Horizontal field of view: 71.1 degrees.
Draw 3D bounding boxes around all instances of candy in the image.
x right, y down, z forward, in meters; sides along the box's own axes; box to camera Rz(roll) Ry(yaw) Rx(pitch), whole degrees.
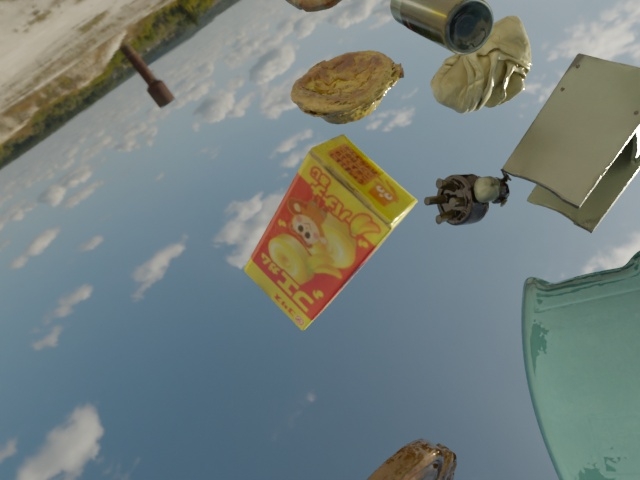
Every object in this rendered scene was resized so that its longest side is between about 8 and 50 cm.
[{"bbox_3d":[0.000,0.000,0.647,0.088,0.146,0.276,-38,166,-45],"label":"candy"}]

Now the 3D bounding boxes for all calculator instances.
[{"bbox_3d":[0.429,0.199,0.639,0.256,0.054,0.386,-21,-126,32],"label":"calculator"}]

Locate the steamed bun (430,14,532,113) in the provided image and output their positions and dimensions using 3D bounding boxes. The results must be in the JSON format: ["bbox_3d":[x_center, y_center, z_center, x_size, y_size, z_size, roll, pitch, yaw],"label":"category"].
[{"bbox_3d":[0.522,-0.525,1.425,0.289,0.203,0.276,-27,165,1],"label":"steamed bun"}]

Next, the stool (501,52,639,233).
[{"bbox_3d":[0.544,-0.187,0.914,0.170,0.244,0.269,39,-78,36],"label":"stool"}]

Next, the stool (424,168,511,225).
[{"bbox_3d":[0.347,-0.103,1.063,0.121,0.125,0.217,-5,174,-30],"label":"stool"}]

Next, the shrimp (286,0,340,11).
[{"bbox_3d":[0.018,-0.451,0.569,0.058,0.169,0.295,-23,146,-56],"label":"shrimp"}]

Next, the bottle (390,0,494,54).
[{"bbox_3d":[0.199,-0.398,0.785,0.082,0.082,0.286,-29,-145,10],"label":"bottle"}]

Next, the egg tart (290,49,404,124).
[{"bbox_3d":[0.078,-0.446,1.343,0.342,0.129,0.341,-10,-139,9],"label":"egg tart"}]

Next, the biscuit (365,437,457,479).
[{"bbox_3d":[0.059,0.204,0.338,0.026,0.175,0.124,36,-84,37],"label":"biscuit"}]
